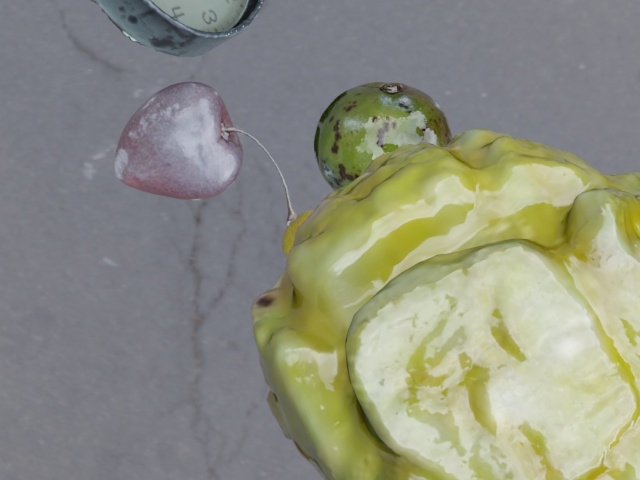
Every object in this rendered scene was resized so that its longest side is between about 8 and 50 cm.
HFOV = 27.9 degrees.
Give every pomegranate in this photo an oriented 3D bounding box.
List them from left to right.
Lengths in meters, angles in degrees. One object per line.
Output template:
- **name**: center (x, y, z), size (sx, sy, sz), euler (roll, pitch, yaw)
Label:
- **pomegranate**: center (0.049, -0.059, 1.041), size (0.114, 0.114, 0.142), euler (-9, 122, -35)

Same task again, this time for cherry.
- **cherry**: center (-0.140, -0.076, 1.407), size (0.148, 0.115, 0.188), euler (-30, 112, -22)

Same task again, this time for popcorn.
- **popcorn**: center (0.066, 0.051, 0.502), size (0.167, 0.185, 0.187), euler (-24, 124, -26)

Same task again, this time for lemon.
- **lemon**: center (0.000, 0.000, 1.604), size (0.082, 0.110, 0.082), euler (7, 78, -38)

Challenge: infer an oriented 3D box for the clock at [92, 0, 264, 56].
- **clock**: center (-0.194, -0.398, 1.642), size (0.325, 0.067, 0.325), euler (21, 62, -45)
